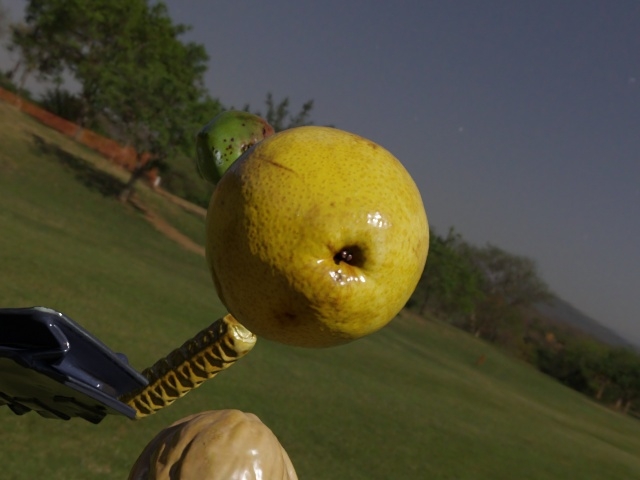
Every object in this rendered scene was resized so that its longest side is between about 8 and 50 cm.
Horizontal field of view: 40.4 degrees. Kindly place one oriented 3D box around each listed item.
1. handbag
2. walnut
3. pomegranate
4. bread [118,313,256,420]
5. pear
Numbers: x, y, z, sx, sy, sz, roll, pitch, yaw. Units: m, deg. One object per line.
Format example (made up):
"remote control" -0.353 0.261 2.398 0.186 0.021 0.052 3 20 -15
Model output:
"handbag" -0.432 0.185 1.295 0.326 0.118 0.269 -1 -33 32
"walnut" -0.088 0.219 0.716 0.149 0.166 0.166 26 0 3
"pomegranate" -0.186 -0.190 1.856 0.181 0.181 0.224 24 1 -24
"bread" -0.266 0.251 1.710 0.077 0.367 0.084 30 35 -43
"pear" 0.000 0.000 0.794 0.209 0.209 0.209 24 0 0
